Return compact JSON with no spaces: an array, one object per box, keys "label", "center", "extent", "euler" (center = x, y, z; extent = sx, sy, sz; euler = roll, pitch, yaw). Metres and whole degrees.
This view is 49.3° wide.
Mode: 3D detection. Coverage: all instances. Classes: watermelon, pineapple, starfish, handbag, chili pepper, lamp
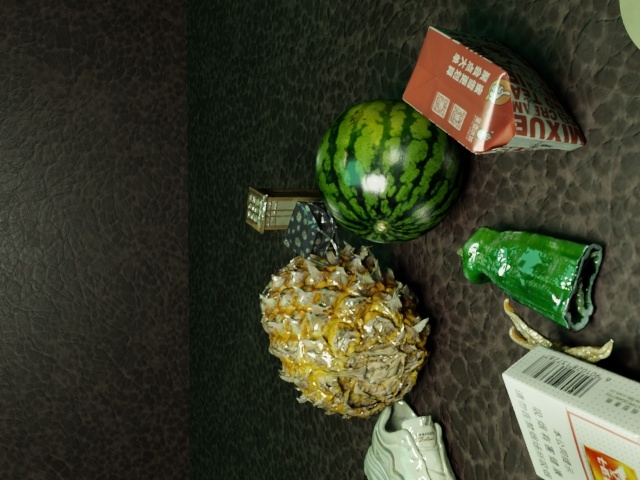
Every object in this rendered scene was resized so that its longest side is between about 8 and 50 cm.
[{"label":"watermelon","center":[0.130,-0.134,1.338],"extent":[0.285,0.285,0.285],"euler":[6,97,61]},{"label":"pineapple","center":[0.055,0.188,1.447],"extent":[0.300,0.353,0.352],"euler":[41,127,54]},{"label":"starfish","center":[0.368,0.168,1.099],"extent":[0.050,0.138,0.247],"euler":[-48,33,-14]},{"label":"handbag","center":[0.000,0.000,1.376],"extent":[0.139,0.072,0.115],"euler":[50,132,36]},{"label":"chili pepper","center":[0.333,0.045,1.172],"extent":[0.270,0.099,0.136],"euler":[24,123,56]},{"label":"handbag","center":[0.295,-0.237,1.163],"extent":[0.298,0.171,0.151],"euler":[48,129,44]},{"label":"lamp","center":[0.002,-0.070,1.535],"extent":[0.089,0.326,0.090],"euler":[33,121,57]}]

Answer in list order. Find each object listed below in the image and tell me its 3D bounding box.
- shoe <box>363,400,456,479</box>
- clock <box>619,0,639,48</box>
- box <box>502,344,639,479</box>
[{"label":"shoe","center":[0.200,0.454,1.403],"extent":[0.342,0.132,0.210],"euler":[-144,55,-60]},{"label":"clock","center":[0.503,-0.348,0.915],"extent":[0.235,0.029,0.234],"euler":[11,103,60]},{"label":"box","center":[0.419,0.291,0.947],"extent":[0.330,0.095,0.210],"euler":[17,135,58]}]
